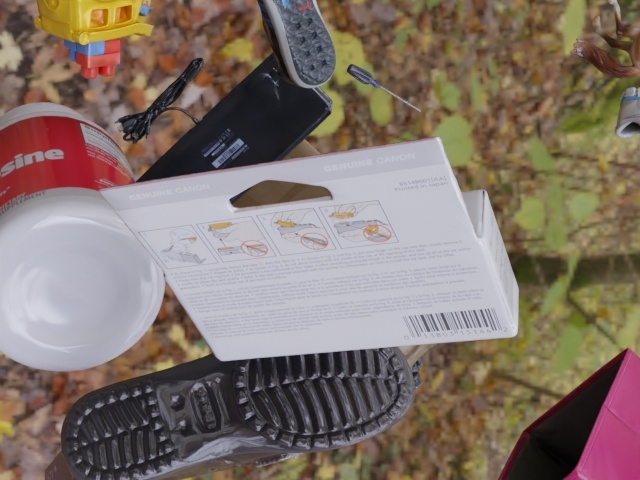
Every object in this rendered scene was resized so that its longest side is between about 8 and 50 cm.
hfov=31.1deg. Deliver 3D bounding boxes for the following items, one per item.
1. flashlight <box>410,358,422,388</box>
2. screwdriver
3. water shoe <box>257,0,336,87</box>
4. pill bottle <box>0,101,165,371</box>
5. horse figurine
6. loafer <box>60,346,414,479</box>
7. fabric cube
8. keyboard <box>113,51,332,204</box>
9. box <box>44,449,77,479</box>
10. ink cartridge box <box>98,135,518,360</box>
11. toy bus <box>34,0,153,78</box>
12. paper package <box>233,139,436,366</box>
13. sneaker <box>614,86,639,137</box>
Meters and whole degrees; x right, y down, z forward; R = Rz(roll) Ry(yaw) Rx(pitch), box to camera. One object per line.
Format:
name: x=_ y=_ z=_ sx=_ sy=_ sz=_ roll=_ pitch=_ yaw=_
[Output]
flashlight: x=0.057 y=0.241 z=2.036 sx=0.103 sy=0.304 sz=0.103 roll=14 pitch=64 yaw=-25
screwdriver: x=0.121 y=-0.287 z=2.197 sx=0.170 sy=0.025 sz=0.024 roll=32 pitch=50 yaw=-23
water shoe: x=-0.044 y=-0.255 z=1.195 sx=0.073 sy=0.080 sz=0.203 roll=-19 pitch=104 yaw=-24
pill bottle: x=-0.344 y=-0.029 z=1.493 sx=0.229 sy=0.408 sz=0.229 roll=-8 pitch=119 yaw=-15
horse figurine: x=0.503 y=-0.320 z=1.688 sx=0.066 sy=0.263 sz=0.174 roll=24 pitch=33 yaw=-57
loafer: x=-0.085 y=0.171 z=1.203 sx=0.366 sy=0.130 sz=0.134 roll=-8 pitch=76 yaw=-11
fabric cube: x=0.392 y=0.354 z=1.510 sx=0.258 sy=0.254 sz=0.259 roll=40 pitch=44 yaw=1
keyboard: x=-0.157 y=-0.154 z=1.620 sx=0.201 sy=0.317 sz=0.033 roll=44 pitch=19 yaw=-17
box: x=-0.256 y=0.322 z=1.376 sx=0.108 sy=0.207 sz=0.153 roll=0 pitch=67 yaw=-23
ink cartridge box: x=0.000 y=0.000 z=0.998 sx=0.261 sy=0.296 sz=0.066 roll=63 pitch=28 yaw=-44
toy bus: x=-0.305 y=-0.348 z=1.672 sx=0.220 sy=0.149 sz=0.211 roll=-23 pitch=124 yaw=-44
paper package: x=0.036 y=0.027 z=1.837 sx=0.168 sy=0.325 sz=0.309 roll=-41 pitch=121 yaw=-1
sneaker: x=0.502 y=-0.165 z=1.626 sx=0.071 sy=0.190 sz=0.083 roll=39 pitch=69 yaw=-39
